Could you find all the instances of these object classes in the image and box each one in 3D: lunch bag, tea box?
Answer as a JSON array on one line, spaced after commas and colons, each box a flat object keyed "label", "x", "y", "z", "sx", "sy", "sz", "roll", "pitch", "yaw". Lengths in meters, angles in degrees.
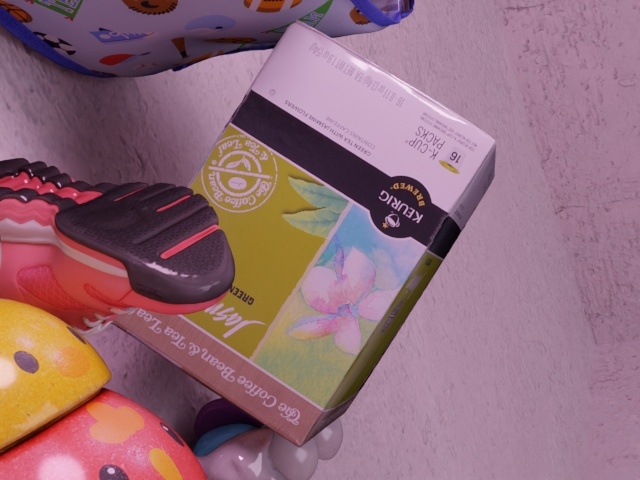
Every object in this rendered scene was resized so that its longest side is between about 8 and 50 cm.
[{"label": "lunch bag", "x": -0.121, "y": -0.290, "z": 1.231, "sx": 0.385, "sy": 0.328, "sz": 0.238, "roll": 38, "pitch": 48, "yaw": -58}, {"label": "tea box", "x": 0.000, "y": 0.000, "z": 1.303, "sx": 0.323, "sy": 0.220, "sz": 0.329, "roll": -58, "pitch": 172, "yaw": 1}]

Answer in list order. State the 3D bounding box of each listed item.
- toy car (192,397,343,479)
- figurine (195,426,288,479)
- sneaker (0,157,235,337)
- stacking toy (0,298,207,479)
[{"label": "toy car", "x": -0.076, "y": 0.228, "z": 1.459, "sx": 0.136, "sy": 0.159, "sz": 0.182, "roll": 48, "pitch": 23, "yaw": 7}, {"label": "figurine", "x": -0.111, "y": 0.271, "z": 1.237, "sx": 0.092, "sy": 0.210, "sz": 0.214, "roll": -45, "pitch": 124, "yaw": -63}, {"label": "sneaker", "x": -0.180, "y": 0.025, "z": 1.039, "sx": 0.116, "sy": 0.314, "sz": 0.136, "roll": -26, "pitch": 121, "yaw": -43}, {"label": "stacking toy", "x": -0.236, "y": 0.164, "z": 0.941, "sx": 0.479, "sy": 0.351, "sz": 0.350, "roll": 62, "pitch": 25, "yaw": -5}]
